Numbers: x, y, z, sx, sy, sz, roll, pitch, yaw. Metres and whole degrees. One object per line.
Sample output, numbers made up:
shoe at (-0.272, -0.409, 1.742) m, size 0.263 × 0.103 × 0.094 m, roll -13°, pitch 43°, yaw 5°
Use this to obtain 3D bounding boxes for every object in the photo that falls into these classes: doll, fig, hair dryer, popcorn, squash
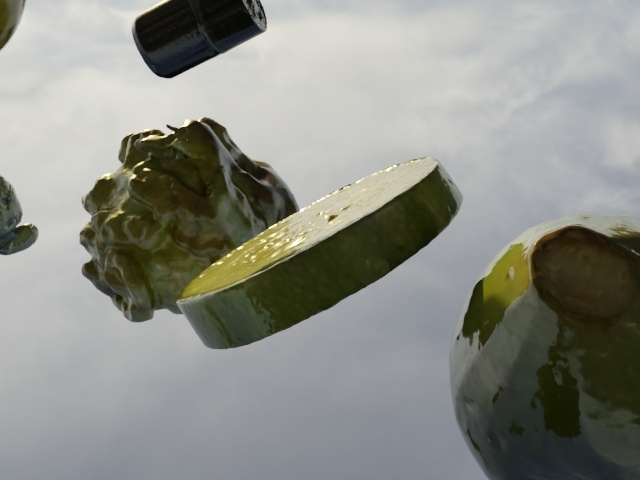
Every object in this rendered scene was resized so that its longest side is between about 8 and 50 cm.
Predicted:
doll at (-0.515, -0.054, 1.081) m, size 0.071 × 0.214 × 0.104 m, roll 2°, pitch -132°, yaw 22°
fig at (0.174, 0.083, 0.452) m, size 0.230 × 0.207 × 0.207 m, roll 17°, pitch -147°, yaw -36°
hair dryer at (-0.143, -0.285, 0.715) m, size 0.124 × 0.071 × 0.219 m, roll -19°, pitch -101°, yaw 15°
popcorn at (-0.201, -0.022, 1.008) m, size 0.312 × 0.312 × 0.312 m, roll 3°, pitch -137°, yaw -3°
squash at (0.000, 0.000, 0.595) m, size 0.252 × 0.252 × 0.049 m, roll -38°, pitch -78°, yaw -36°

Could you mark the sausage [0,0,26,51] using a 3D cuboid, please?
sausage at (-0.248, -0.123, 0.243) m, size 0.123 × 0.123 × 0.347 m, roll 29°, pitch -160°, yaw 23°
